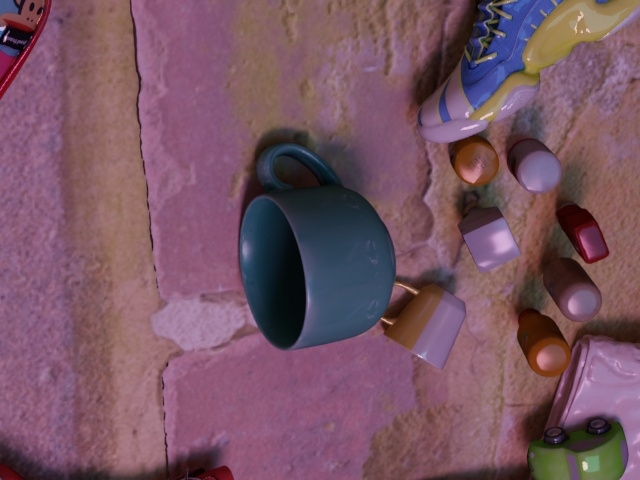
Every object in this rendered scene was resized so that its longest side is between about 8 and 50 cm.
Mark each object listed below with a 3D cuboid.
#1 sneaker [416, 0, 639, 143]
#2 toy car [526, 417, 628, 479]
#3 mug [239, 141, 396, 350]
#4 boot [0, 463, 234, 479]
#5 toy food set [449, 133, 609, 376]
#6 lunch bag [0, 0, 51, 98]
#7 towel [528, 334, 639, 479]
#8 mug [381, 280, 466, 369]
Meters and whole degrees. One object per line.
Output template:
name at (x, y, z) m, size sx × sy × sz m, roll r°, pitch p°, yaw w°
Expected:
sneaker at (0.158, -0.189, 1.373) m, size 0.240 × 0.091 × 0.126 m, roll -37°, pitch 107°, yaw -5°
toy car at (0.312, 0.201, 1.573) m, size 0.225 × 0.053 × 0.239 m, roll -13°, pitch 113°, yaw 0°
mug at (0.004, 0.007, 1.354) m, size 0.097 × 0.129 × 0.157 m, roll -9°, pitch 118°, yaw -26°
boot at (-0.172, 0.228, 1.416) m, size 0.176 × 0.088 × 0.244 m, roll -45°, pitch 126°, yaw -8°
toy food set at (0.188, -0.006, 1.482) m, size 0.111 × 0.104 × 0.232 m, roll -26°, pitch 107°, yaw 3°
lunch bag at (-0.357, -0.151, 1.107) m, size 0.293 × 0.120 × 0.258 m, roll 26°, pitch 105°, yaw -33°
towel at (0.368, 0.265, 1.663) m, size 0.332 × 0.053 × 0.317 m, roll 13°, pitch 111°, yaw -12°
mug at (0.094, 0.071, 1.478) m, size 0.078 × 0.062 × 0.064 m, roll 32°, pitch 90°, yaw -41°
